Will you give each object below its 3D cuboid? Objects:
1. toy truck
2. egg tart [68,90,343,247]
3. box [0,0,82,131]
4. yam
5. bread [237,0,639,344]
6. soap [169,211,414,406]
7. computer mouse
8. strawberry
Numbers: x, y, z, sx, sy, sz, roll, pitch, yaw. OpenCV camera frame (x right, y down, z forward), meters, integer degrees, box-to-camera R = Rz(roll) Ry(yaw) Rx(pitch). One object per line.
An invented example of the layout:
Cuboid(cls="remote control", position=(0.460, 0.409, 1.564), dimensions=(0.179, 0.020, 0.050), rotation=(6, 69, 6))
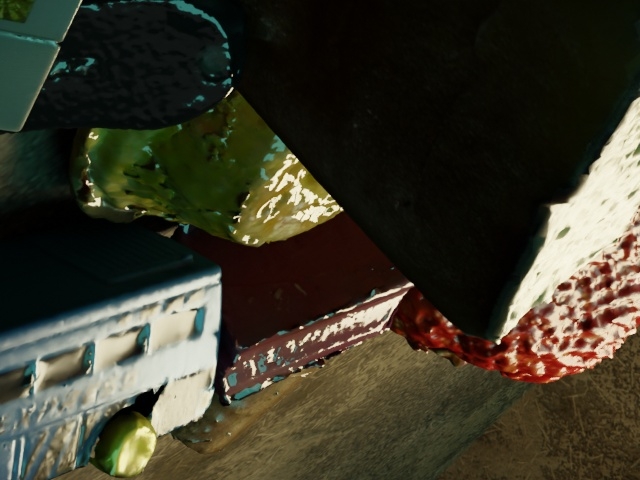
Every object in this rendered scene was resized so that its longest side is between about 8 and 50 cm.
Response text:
Cuboid(cls="toy truck", position=(-0.244, 0.097, 1.231), dimensions=(0.385, 0.161, 0.162), rotation=(-17, 123, -48))
Cuboid(cls="egg tart", position=(-0.019, -0.098, 1.238), dimensions=(0.341, 0.132, 0.341), rotation=(-32, 162, -12))
Cuboid(cls="box", position=(-0.173, -0.156, 0.778), dimensions=(0.155, 0.067, 0.243), rotation=(9, 140, -23))
Cuboid(cls="yam", position=(-0.054, 0.092, 1.677), dimensions=(0.238, 0.129, 0.128), rotation=(-42, 132, 20))
Cuboid(cls="bread", position=(0.056, -0.153, 0.912), dimensions=(0.143, 0.333, 0.323), rotation=(-32, 159, -26))
Cuboid(cls="soap", position=(0.000, 0.000, 1.457), dimensions=(0.289, 0.182, 0.112), rotation=(-21, 156, -28))
Cuboid(cls="computer mouse", position=(-0.149, -0.116, 0.951), dimensions=(0.217, 0.073, 0.122), rotation=(-4, 134, -15))
Cuboid(cls="strawberry", position=(0.225, -0.001, 1.718), dimensions=(0.312, 0.267, 0.351), rotation=(-13, 169, -45))
